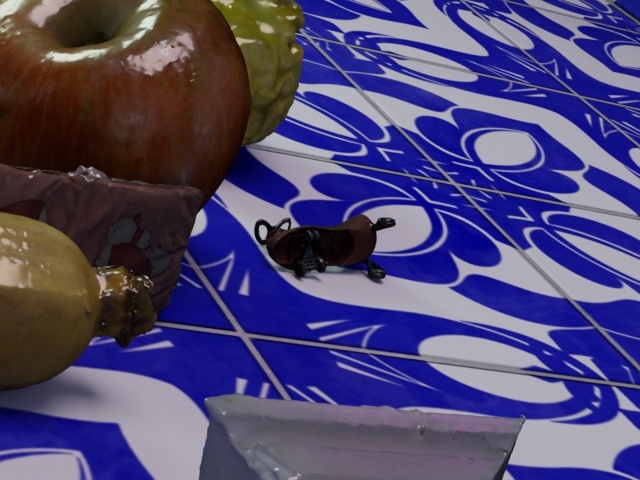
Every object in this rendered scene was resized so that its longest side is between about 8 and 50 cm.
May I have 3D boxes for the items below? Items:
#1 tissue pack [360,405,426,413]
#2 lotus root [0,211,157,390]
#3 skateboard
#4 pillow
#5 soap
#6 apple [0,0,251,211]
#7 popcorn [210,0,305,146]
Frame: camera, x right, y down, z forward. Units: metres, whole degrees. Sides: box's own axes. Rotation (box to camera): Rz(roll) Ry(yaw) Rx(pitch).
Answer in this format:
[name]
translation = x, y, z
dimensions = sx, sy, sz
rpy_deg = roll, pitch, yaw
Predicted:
[tissue pack]
translation = 0.075, 0.174, 1.669
dimensions = 0.083, 0.042, 0.062
rpy_deg = 9, 22, -30
[lotus root]
translation = -0.285, 0.044, 1.524
dimensions = 0.303, 0.131, 0.146
rpy_deg = 10, 45, -25
[skateboard]
translation = 0.000, 0.000, 2.029
dimensions = 0.151, 0.067, 0.080
rpy_deg = -2, 20, -39
[pillow]
translation = -0.223, 0.000, 1.694
dimensions = 0.248, 0.135, 0.049
rpy_deg = 6, 13, -35
[soap]
translation = 0.073, 0.232, 1.347
dimensions = 0.302, 0.159, 0.258
rpy_deg = 5, 22, -32
[apple]
translation = -0.209, -0.116, 1.864
dimensions = 0.301, 0.301, 0.301
rpy_deg = 18, 20, -7
[popcorn]
translation = -0.131, -0.215, 2.211
dimensions = 0.249, 0.225, 0.249
rpy_deg = 19, 25, -10
